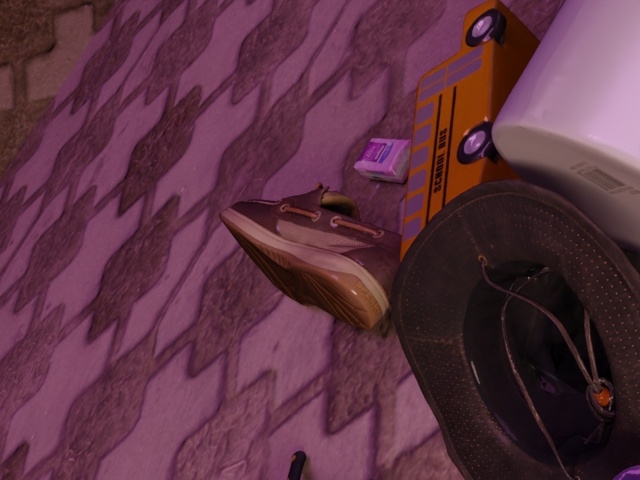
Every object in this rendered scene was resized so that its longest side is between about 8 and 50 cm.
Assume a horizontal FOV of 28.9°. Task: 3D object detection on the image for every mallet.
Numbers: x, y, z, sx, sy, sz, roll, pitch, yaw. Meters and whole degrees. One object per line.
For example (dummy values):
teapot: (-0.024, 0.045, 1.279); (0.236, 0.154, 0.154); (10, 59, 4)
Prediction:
mallet: (-0.026, 0.249, 1.239); (0.062, 0.039, 0.189); (-54, 5, 22)

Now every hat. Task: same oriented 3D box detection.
hat: (0.208, 0.086, 1.024); (0.134, 0.331, 0.331); (-21, 14, -32)

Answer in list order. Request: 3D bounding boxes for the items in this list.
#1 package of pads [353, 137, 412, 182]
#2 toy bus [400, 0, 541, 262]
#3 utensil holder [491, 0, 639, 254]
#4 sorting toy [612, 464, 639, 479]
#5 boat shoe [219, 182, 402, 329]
package of pads: (0.083, -0.099, 1.525); (0.050, 0.032, 0.083); (-56, 30, -13)
toy bus: (0.172, -0.105, 1.335); (0.130, 0.108, 0.332); (-29, 37, 37)
utensil holder: (0.359, -0.160, 0.932); (0.385, 0.328, 0.327); (-58, 30, -4)
sorting toy: (0.313, 0.193, 0.706); (0.366, 0.126, 0.127); (9, 83, 39)
boat shoe: (0.000, 0.000, 1.464); (0.123, 0.123, 0.342); (-44, 28, -14)
